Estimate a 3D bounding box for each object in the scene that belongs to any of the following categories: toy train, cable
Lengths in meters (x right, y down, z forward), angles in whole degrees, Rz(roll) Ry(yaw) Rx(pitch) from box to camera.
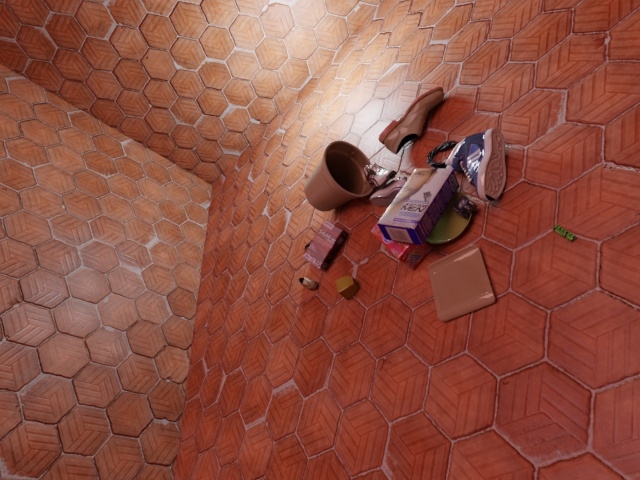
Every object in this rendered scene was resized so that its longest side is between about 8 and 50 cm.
[{"bbox_3d":[0.786,-0.025,1.317,0.024,0.017,0.083,-60,32,19],"label":"toy train"},{"bbox_3d":[0.561,-0.393,1.858,0.151,0.047,0.184,-54,33,8],"label":"cable"}]

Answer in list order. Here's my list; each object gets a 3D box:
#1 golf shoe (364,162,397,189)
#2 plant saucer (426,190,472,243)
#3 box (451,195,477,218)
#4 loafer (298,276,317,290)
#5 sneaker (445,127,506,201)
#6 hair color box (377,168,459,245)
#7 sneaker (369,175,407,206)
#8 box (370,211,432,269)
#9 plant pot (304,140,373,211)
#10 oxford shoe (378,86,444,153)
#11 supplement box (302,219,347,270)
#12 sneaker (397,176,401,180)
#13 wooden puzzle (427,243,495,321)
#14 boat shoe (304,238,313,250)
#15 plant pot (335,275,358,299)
[{"bbox_3d":[0.282,-0.323,2.014,0.105,0.120,0.273,-39,9,-9],"label":"golf shoe"},{"bbox_3d":[0.523,-0.090,1.688,0.240,0.037,0.241,-32,42,34],"label":"plant saucer"},{"bbox_3d":[0.567,-0.133,1.613,0.067,0.018,0.083,-51,35,13],"label":"box"},{"bbox_3d":[-0.070,0.233,2.202,0.148,0.050,0.056,4,69,53],"label":"loafer"},{"bbox_3d":[0.613,-0.282,1.656,0.236,0.130,0.323,-17,56,58],"label":"sneaker"},{"bbox_3d":[0.403,-0.147,1.670,0.185,0.110,0.339,11,54,46],"label":"hair color box"},{"bbox_3d":[0.335,-0.236,1.989,0.235,0.090,0.095,-17,51,51],"label":"sneaker"},{"bbox_3d":[0.347,-0.006,1.775,0.128,0.122,0.257,-52,35,11],"label":"box"},{"bbox_3d":[0.076,-0.320,2.229,0.305,0.333,0.334,-35,40,49],"label":"plant pot"},{"bbox_3d":[0.488,-0.600,2.073,0.397,0.140,0.147,-43,68,16],"label":"oxford shoe"},{"bbox_3d":[0.023,0.025,2.173,0.130,0.073,0.240,32,92,26],"label":"supplement box"},{"bbox_3d":[0.381,-0.278,2.017,0.035,0.031,0.083,-23,48,43],"label":"sneaker"},{"bbox_3d":[0.517,0.158,1.512,0.220,0.044,0.239,-32,47,34],"label":"wooden puzzle"},{"bbox_3d":[-0.001,0.000,2.265,0.223,0.073,0.080,-41,35,25],"label":"boat shoe"},{"bbox_3d":[0.132,0.215,1.931,0.083,0.081,0.081,-33,41,18],"label":"plant pot"}]
